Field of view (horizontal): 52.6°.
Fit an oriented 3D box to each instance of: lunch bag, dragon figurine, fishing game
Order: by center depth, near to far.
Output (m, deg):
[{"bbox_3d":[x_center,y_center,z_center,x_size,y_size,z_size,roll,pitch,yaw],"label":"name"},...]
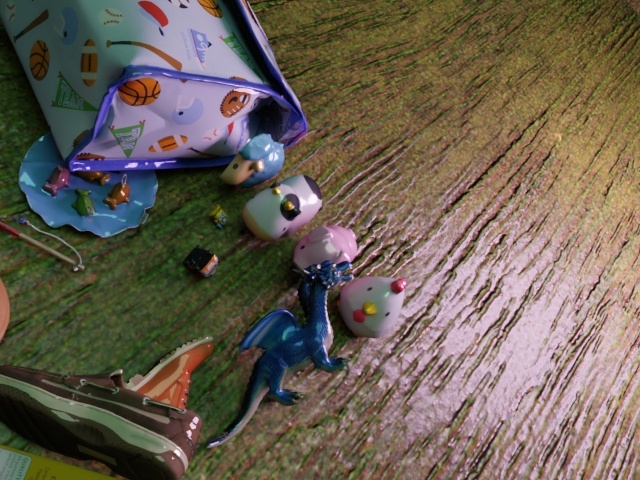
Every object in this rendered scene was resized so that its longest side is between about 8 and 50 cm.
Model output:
[{"bbox_3d":[-0.059,0.142,0.874,0.289,0.085,0.144,-35,90,-8],"label":"dragon figurine"},{"bbox_3d":[-0.320,-0.088,0.908,0.189,0.041,0.264,31,54,-7],"label":"fishing game"},{"bbox_3d":[-0.214,-0.287,0.955,0.386,0.239,0.327,-6,63,-50],"label":"lunch bag"}]

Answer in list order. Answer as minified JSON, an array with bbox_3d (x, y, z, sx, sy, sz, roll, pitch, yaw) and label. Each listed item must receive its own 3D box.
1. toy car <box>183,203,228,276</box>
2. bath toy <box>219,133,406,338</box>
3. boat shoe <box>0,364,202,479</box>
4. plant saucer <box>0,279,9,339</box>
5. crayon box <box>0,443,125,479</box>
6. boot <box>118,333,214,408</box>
[{"bbox_3d":[-0.150,0.004,0.942,0.040,0.060,0.122,51,52,-36],"label":"toy car"},{"bbox_3d":[0.000,0.000,0.979,0.348,0.129,0.151,49,52,2],"label":"bath toy"},{"bbox_3d":[-0.255,0.191,0.734,0.258,0.095,0.095,21,42,9],"label":"boat shoe"},{"bbox_3d":[-0.440,0.055,0.713,0.200,0.037,0.200,36,28,-22],"label":"plant saucer"},{"bbox_3d":[-0.291,0.329,0.638,0.323,0.083,0.203,23,39,-15],"label":"crayon box"},{"bbox_3d":[-0.187,0.186,0.823,0.158,0.059,0.084,-37,88,-29],"label":"boot"}]
